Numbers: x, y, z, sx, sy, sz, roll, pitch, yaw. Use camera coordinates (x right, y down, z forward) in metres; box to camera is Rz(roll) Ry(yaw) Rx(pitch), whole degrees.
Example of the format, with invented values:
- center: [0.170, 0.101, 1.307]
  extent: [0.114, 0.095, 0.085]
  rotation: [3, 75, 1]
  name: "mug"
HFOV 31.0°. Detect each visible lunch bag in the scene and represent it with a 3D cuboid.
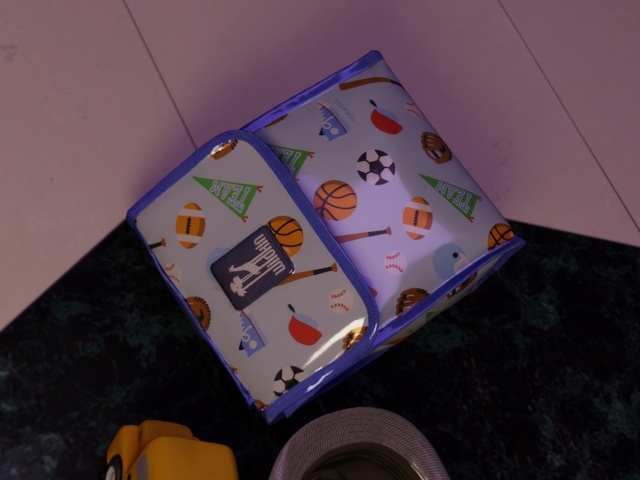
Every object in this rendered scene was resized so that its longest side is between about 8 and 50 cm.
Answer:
- center: [0.000, 0.000, 1.436]
  extent: [0.385, 0.239, 0.328]
  rotation: [-31, 78, -20]
  name: "lunch bag"

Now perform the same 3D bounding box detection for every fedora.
- center: [0.037, 0.337, 1.305]
  extent: [0.243, 0.124, 0.276]
  rotation: [-17, 78, -30]
  name: "fedora"

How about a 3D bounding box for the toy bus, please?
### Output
- center: [-0.142, 0.318, 1.175]
  extent: [0.108, 0.130, 0.333]
  rotation: [15, 37, -27]
  name: "toy bus"
